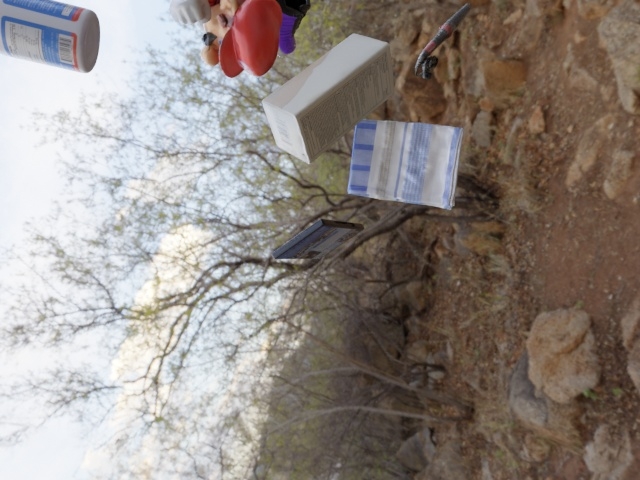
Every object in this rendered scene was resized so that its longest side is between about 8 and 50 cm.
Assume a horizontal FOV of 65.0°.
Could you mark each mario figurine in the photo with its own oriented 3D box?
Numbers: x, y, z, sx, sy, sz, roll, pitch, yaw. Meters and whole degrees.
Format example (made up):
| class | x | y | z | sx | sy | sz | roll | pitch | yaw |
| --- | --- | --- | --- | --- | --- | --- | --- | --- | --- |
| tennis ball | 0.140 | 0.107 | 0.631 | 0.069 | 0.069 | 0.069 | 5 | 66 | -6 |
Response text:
| class | x | y | z | sx | sy | sz | roll | pitch | yaw |
| --- | --- | --- | --- | --- | --- | --- | --- | --- | --- |
| mario figurine | -0.204 | -0.380 | 0.841 | 0.198 | 0.320 | 0.170 | -30 | -19 | -40 |

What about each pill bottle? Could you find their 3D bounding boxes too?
| class | x | y | z | sx | sy | sz | roll | pitch | yaw |
| --- | --- | --- | --- | --- | --- | --- | --- | --- | --- |
| pill bottle | -0.557 | -0.410 | 0.972 | 0.124 | 0.221 | 0.124 | -169 | 90 | -79 |

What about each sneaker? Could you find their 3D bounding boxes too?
| class | x | y | z | sx | sy | sz | roll | pitch | yaw |
| --- | --- | --- | --- | --- | --- | --- | --- | --- | --- |
| sneaker | -0.088 | -0.600 | 1.349 | 0.293 | 0.146 | 0.102 | 24 | -130 | -75 |

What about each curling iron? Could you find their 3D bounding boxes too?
| class | x | y | z | sx | sy | sz | roll | pitch | yaw |
| --- | --- | --- | --- | --- | --- | --- | --- | --- | --- |
| curling iron | 0.273 | -0.451 | 1.113 | 0.274 | 0.035 | 0.068 | -57 | -18 | -27 |

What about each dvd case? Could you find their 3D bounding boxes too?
| class | x | y | z | sx | sy | sz | roll | pitch | yaw |
| --- | --- | --- | --- | --- | --- | --- | --- | --- | --- |
| dvd case | 0.000 | 0.000 | 1.418 | 0.180 | 0.022 | 0.253 | -35 | -18 | 24 |

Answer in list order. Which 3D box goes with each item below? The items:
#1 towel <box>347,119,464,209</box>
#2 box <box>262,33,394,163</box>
| class | x | y | z | sx | sy | sz | roll | pitch | yaw |
| --- | --- | --- | --- | --- | --- | --- | --- | --- | --- |
| towel | 0.216 | -0.201 | 1.295 | 0.034 | 0.285 | 0.209 | -20 | -62 | -74 |
| box | 0.028 | -0.341 | 1.192 | 0.311 | 0.121 | 0.148 | -42 | -37 | -21 |
